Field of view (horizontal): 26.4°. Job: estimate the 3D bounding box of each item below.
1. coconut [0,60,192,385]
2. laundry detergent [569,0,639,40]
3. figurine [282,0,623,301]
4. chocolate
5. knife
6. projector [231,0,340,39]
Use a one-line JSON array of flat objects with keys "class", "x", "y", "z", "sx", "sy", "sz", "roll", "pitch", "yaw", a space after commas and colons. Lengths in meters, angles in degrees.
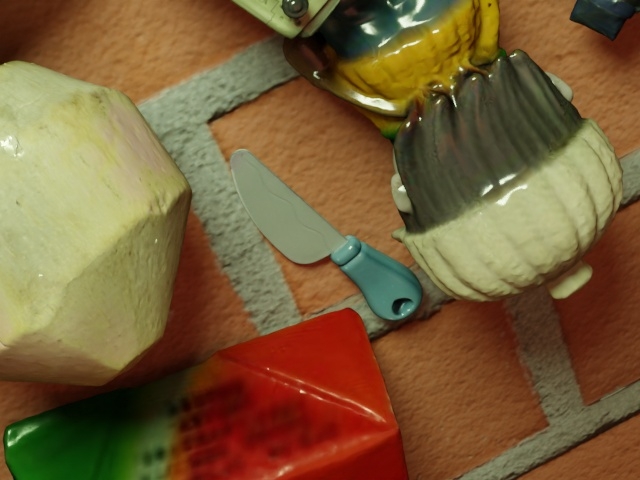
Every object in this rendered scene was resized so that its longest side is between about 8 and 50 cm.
[{"class": "coconut", "x": -0.194, "y": -0.005, "z": 0.969, "sx": 0.237, "sy": 0.237, "sz": 0.197, "roll": 14, "pitch": 149, "yaw": -31}, {"class": "laundry detergent", "x": 0.255, "y": -0.287, "z": 1.027, "sx": 0.215, "sy": 0.105, "sz": 0.280, "roll": 12, "pitch": 120, "yaw": -30}, {"class": "figurine", "x": 0.103, "y": -0.092, "z": 1.034, "sx": 0.185, "sy": 0.204, "sz": 0.332, "roll": -33, "pitch": 130, "yaw": 4}, {"class": "chocolate", "x": -0.076, "y": 0.280, "z": 1.253, "sx": 0.341, "sy": 0.161, "sz": 0.360, "roll": -20, "pitch": 129, "yaw": -13}, {"class": "knife", "x": -0.001, "y": 0.002, "z": 1.176, "sx": 0.058, "sy": 0.032, "sz": 0.244, "roll": -41, "pitch": 125, "yaw": 20}, {"class": "projector", "x": -0.012, "y": -0.287, "z": 0.879, "sx": 0.193, "sy": 0.088, "sz": 0.269, "roll": 32, "pitch": 99, "yaw": -12}]
